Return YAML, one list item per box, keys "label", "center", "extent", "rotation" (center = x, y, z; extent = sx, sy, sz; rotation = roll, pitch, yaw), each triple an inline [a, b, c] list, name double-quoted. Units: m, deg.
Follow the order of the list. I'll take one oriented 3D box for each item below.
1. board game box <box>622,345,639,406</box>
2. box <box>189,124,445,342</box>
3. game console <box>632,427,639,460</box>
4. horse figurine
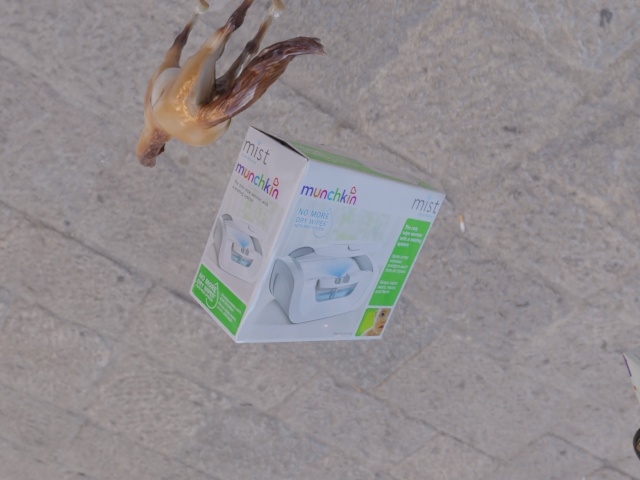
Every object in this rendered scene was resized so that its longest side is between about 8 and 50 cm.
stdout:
- label: "board game box"
  center: [0.500, 0.150, 0.658]
  extent: [0.276, 0.144, 0.142]
  rotation: [-24, 107, 3]
- label: "box"
  center: [0.000, 0.000, 0.806]
  extent: [0.262, 0.127, 0.231]
  rotation: [9, 111, -45]
- label: "game console"
  center: [0.280, 0.161, 0.234]
  extent: [0.174, 0.250, 0.293]
  rotation: [15, 141, 1]
- label: "horse figurine"
  center: [-0.101, -0.139, 0.542]
  extent: [0.066, 0.263, 0.174]
  rotation: [31, 85, -31]
